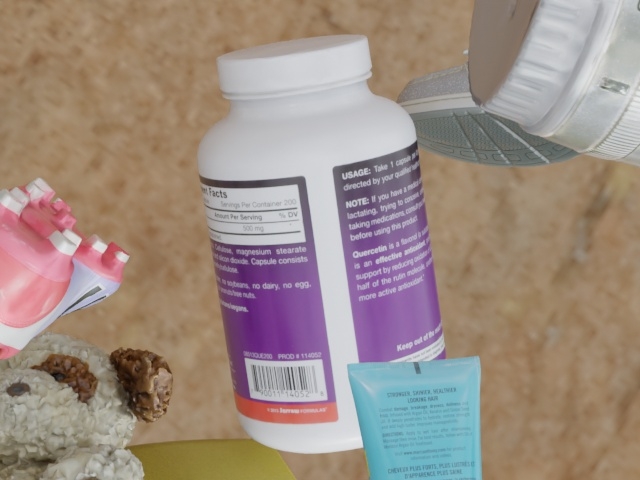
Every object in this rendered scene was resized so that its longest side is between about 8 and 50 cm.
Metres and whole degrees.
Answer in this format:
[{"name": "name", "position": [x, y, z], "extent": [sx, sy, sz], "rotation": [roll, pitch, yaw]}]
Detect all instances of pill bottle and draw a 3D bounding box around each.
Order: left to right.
[{"name": "pill bottle", "position": [0.000, 0.000, 1.618], "extent": [0.181, 0.181, 0.323], "rotation": [-16, 104, -36]}]

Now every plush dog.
[{"name": "plush dog", "position": [-0.219, 0.176, 1.548], "extent": [0.210, 0.262, 0.225], "rotation": [63, 33, -52]}]

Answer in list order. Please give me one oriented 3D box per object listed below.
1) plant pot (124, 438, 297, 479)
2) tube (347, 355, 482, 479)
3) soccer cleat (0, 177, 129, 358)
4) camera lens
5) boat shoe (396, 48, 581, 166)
[{"name": "plant pot", "position": [-0.095, 0.290, 1.686], "extent": [0.187, 0.212, 0.212], "rotation": [-20, 138, -20]}, {"name": "tube", "position": [0.065, 0.171, 1.142], "extent": [0.080, 0.052, 0.207], "rotation": [-2, 79, -16]}, {"name": "soccer cleat", "position": [-0.169, 0.022, 1.092], "extent": [0.095, 0.083, 0.248], "rotation": [-49, 180, 0]}, {"name": "camera lens", "position": [0.247, -0.141, 1.166], "extent": [0.274, 0.219, 0.219], "rotation": [13, 110, -8]}, {"name": "boat shoe", "position": [0.216, -0.141, 1.736], "extent": [0.118, 0.320, 0.103], "rotation": [42, 44, -52]}]
